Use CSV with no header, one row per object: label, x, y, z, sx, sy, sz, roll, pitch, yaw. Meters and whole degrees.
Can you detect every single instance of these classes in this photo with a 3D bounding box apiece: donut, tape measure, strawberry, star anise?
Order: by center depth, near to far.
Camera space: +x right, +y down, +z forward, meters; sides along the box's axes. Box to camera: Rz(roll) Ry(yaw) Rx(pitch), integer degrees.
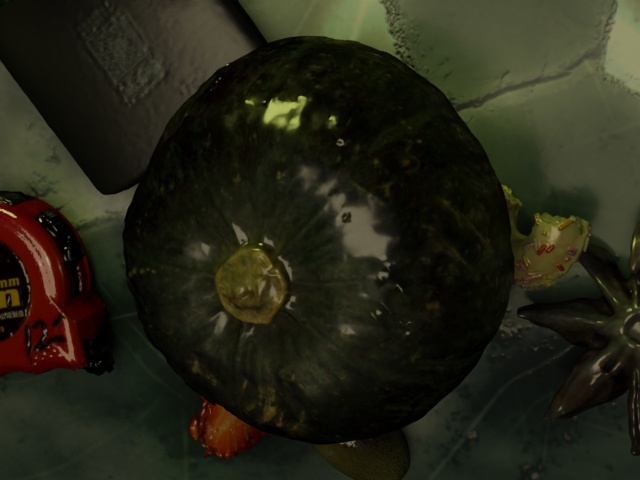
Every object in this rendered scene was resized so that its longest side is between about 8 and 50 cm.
star anise,0.379,0.130,1.526,0.316,0.139,0.359,6,84,35
donut,0.224,-0.001,1.550,0.166,0.065,0.108,28,104,40
strawberry,-0.090,0.195,1.709,0.121,0.082,0.188,49,120,21
tape measure,-0.405,0.061,1.740,0.253,0.114,0.260,-8,96,17

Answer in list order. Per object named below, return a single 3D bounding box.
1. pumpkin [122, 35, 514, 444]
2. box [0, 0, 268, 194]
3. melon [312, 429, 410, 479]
pumpkin,0.000,0.000,1.491,0.454,0.344,0.454,8,107,27
box,-0.234,-0.237,1.651,0.290,0.073,0.289,-37,90,19
melon,0.044,0.241,1.666,0.162,0.099,0.099,44,109,-1
